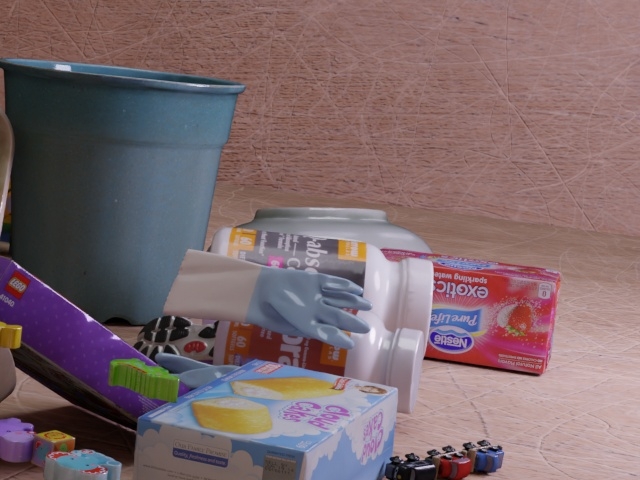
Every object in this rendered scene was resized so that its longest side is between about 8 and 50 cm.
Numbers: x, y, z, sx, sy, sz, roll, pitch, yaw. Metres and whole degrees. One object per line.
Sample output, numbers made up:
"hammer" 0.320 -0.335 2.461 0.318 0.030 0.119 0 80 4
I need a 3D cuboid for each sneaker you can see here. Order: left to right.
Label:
"sneaker" -0.145 0.134 1.724 0.169 0.068 0.071 1 -33 26

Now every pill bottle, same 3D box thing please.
"pill bottle" -0.004 0.075 1.835 0.278 0.162 0.162 6 8 -1
"pill bottle" -0.001 0.129 1.589 0.216 0.121 0.121 7 8 9

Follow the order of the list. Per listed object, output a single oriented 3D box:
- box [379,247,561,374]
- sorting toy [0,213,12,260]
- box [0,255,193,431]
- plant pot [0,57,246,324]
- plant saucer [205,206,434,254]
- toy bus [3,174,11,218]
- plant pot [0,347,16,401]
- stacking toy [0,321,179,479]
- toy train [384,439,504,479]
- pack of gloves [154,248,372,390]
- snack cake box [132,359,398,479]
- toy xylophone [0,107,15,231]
"box" 0.189 0.092 1.970 0.256 0.128 0.122 8 8 12
"sorting toy" -0.476 -0.011 2.341 0.255 0.089 0.257 8 8 14
"box" -0.257 0.093 1.366 0.201 0.057 0.293 14 -21 44
"plant pot" -0.287 -0.069 2.021 0.341 0.334 0.341 6 7 -1
"plant saucer" 0.000 0.000 2.359 0.400 0.101 0.400 0 -1 0
"toy bus" -0.558 -0.044 2.122 0.108 0.130 0.333 9 33 19
"plant pot" -0.422 0.085 1.216 0.284 0.284 0.191 14 48 44
"stacking toy" -0.202 0.157 1.068 0.221 0.167 0.052 12 10 35
"toy train" 0.126 0.215 1.409 0.158 0.027 0.036 -2 15 -44
"pack of gloves" -0.064 0.120 1.519 0.232 0.195 0.046 10 -25 22
"snack cake box" -0.041 0.183 1.293 0.152 0.089 0.264 8 8 18
"toy xylophone" -0.500 -0.031 1.872 0.236 0.323 0.081 -16 -30 22
